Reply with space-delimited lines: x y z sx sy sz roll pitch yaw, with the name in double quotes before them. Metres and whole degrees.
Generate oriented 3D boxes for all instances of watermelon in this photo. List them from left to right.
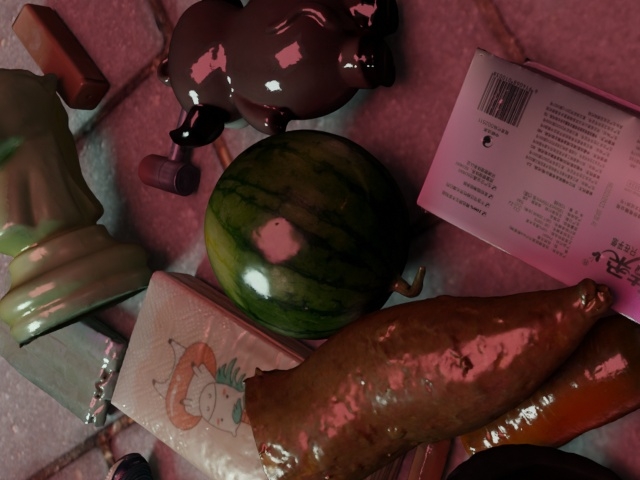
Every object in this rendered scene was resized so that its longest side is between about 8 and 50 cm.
"watermelon" 0.000 0.000 1.007 0.215 0.188 0.188 27 108 13

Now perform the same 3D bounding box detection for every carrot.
"carrot" 0.198 0.127 0.922 0.193 0.087 0.087 -36 70 35

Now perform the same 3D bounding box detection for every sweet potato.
"sweet potato" 0.090 0.103 0.916 0.337 0.131 0.131 -31 72 26

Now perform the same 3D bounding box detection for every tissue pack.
"tissue pack" -0.068 0.172 1.128 0.325 0.071 0.170 29 104 33
"tissue pack" 0.215 -0.041 0.897 0.246 0.092 0.148 31 109 32

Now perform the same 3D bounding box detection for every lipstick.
"lipstick" -0.310 -0.218 1.319 0.145 0.045 0.045 51 120 24

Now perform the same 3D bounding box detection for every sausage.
"sausage" 0.091 0.240 1.035 0.030 0.035 0.147 15 103 3

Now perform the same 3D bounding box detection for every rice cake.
"rice cake" -0.313 0.125 1.332 0.211 0.038 0.124 24 105 34

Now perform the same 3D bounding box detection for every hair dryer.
"hair dryer" -0.157 -0.110 1.217 0.063 0.037 0.114 18 94 37

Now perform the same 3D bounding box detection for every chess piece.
"chess piece" -0.313 -0.050 1.217 0.176 0.176 0.298 -26 87 34

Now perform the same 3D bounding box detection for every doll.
"doll" -0.049 -0.181 1.077 0.257 0.117 0.182 -9 65 33

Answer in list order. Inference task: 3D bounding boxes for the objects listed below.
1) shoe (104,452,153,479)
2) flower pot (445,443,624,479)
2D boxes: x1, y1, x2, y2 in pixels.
"shoe" -0.198 0.307 1.233 0.071 0.064 0.142 -11 87 37
"flower pot" 0.159 0.339 0.862 0.266 0.267 0.267 43 125 28
